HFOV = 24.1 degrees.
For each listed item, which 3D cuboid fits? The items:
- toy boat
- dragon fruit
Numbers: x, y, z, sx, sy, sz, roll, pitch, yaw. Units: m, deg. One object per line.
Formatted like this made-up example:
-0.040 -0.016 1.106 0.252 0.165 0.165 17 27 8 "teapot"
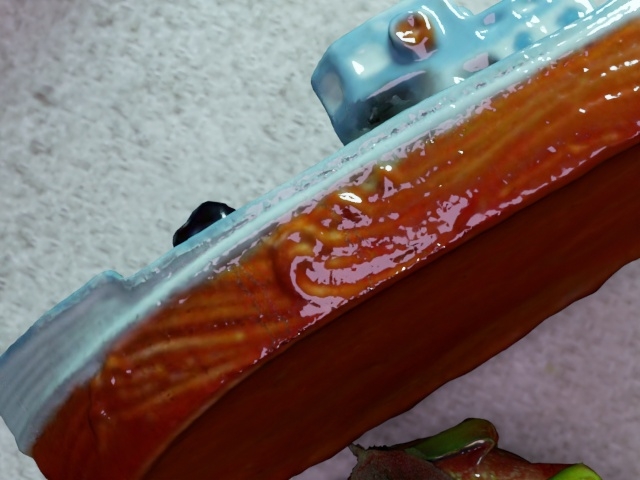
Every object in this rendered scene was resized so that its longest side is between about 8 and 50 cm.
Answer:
0.000 0.000 0.655 0.332 0.145 0.133 -32 61 3 "toy boat"
0.087 0.144 0.652 0.175 0.138 0.142 -2 48 -9 "dragon fruit"
